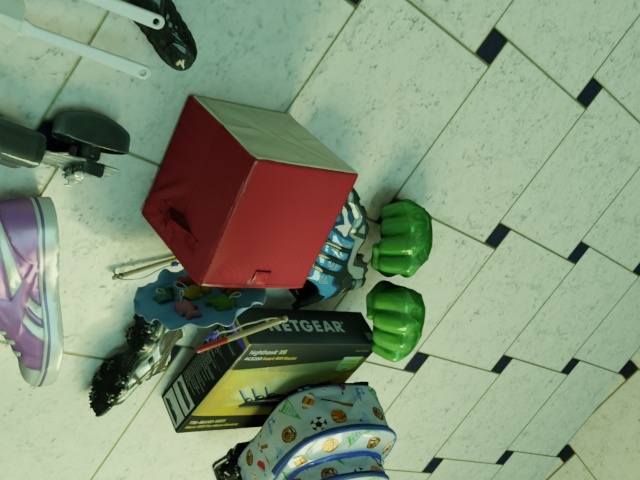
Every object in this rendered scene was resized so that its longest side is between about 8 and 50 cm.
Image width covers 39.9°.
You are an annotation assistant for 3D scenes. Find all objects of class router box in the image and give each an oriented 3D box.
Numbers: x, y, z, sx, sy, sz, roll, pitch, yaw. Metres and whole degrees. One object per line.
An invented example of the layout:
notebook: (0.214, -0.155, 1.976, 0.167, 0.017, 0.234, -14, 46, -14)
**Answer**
router box: (-0.082, 0.225, 1.530, 0.308, 0.081, 0.243, 6, 132, -44)

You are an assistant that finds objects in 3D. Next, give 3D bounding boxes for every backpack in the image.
backpack: (0.002, 0.371, 1.542, 0.276, 0.213, 0.263, -5, 132, -33)

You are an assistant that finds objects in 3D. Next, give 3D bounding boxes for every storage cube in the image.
storage cube: (-0.101, -0.064, 1.213, 0.215, 0.184, 0.193, 5, 120, -43)

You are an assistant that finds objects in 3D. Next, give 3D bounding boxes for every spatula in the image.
spatula: (-0.275, -0.276, 0.979, 0.242, 0.019, 0.168, 16, 108, -35)

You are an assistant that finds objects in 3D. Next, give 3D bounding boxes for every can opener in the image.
can opener: (-0.358, -0.126, 1.042, 0.280, 0.074, 0.093, 12, 81, -48)

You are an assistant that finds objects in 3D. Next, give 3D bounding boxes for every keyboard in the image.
keyboard: (-0.118, 0.435, 1.756, 0.192, 0.038, 0.100, -28, 138, -18)

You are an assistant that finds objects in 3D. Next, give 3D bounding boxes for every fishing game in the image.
fishing game: (-0.164, 0.068, 1.221, 0.189, 0.264, 0.041, -16, 119, -29)

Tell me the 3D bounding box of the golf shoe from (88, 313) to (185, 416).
golf shoe: (-0.282, 0.200, 1.377, 0.198, 0.077, 0.094, -52, 141, 11)

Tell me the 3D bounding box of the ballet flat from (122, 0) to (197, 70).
ballet flat: (-0.201, -0.278, 1.059, 0.057, 0.049, 0.173, -23, 133, 2)

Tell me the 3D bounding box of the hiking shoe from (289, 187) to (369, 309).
hiking shoe: (0.000, 0.000, 1.411, 0.132, 0.113, 0.304, -30, 139, -18)

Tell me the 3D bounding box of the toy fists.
toy fists: (0.134, 0.068, 1.515, 0.142, 0.096, 0.279, -16, 113, -77)

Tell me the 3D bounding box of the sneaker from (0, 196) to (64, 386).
sneaker: (-0.422, 0.078, 1.140, 0.161, 0.102, 0.282, -12, 120, -29)
